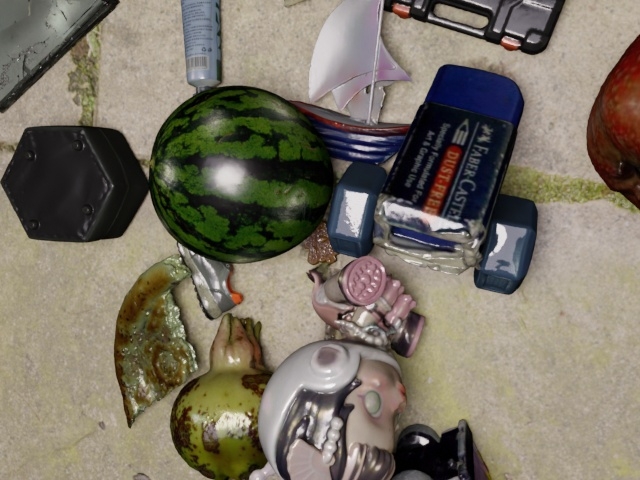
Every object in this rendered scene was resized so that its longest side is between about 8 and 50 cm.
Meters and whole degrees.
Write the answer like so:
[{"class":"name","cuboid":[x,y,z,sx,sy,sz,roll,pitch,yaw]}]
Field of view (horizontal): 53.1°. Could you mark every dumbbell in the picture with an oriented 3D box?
[{"class":"dumbbell","cuboid":[0.175,-0.021,1.016,0.317,0.156,0.143,14,130,13]}]

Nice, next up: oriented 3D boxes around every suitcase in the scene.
[{"class":"suitcase","cuboid":[0.243,-0.423,0.990,0.286,0.066,0.206,22,101,11]}]

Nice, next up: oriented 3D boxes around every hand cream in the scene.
[{"class":"hand cream","cuboid":[-0.207,-0.381,1.117,0.091,0.058,0.271,-2,93,26]}]

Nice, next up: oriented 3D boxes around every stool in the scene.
[{"class":"stool","cuboid":[-0.445,-0.102,1.162,0.232,0.141,0.232,2,97,15]}]

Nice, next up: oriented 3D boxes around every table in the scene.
[{"class":"table","cuboid":[-0.590,-0.412,1.094,0.335,0.272,0.222,-36,87,15]}]

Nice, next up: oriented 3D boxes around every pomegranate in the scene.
[{"class":"pomegranate","cuboid":[-0.146,0.273,1.097,0.222,0.204,0.276,1,100,-5]}]

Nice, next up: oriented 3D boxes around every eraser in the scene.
[{"class":"eraser","cuboid":[0.195,-0.112,0.923,0.155,0.101,0.332,17,57,14]}]

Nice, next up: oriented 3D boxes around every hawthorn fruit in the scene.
[{"class":"hawthorn fruit","cuboid":[0.534,-0.194,0.855,0.285,0.285,0.368,31,84,9]}]

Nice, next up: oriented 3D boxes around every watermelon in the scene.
[{"class":"watermelon","cuboid":[-0.129,-0.100,1.015,0.286,0.285,0.284,2,97,14]}]

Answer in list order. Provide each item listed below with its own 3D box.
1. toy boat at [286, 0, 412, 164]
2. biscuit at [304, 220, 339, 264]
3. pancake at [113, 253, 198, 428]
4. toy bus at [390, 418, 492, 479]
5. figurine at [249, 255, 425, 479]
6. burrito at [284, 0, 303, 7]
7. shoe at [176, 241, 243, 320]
[{"class":"toy boat","cuboid":[0.036,-0.271,1.037,0.219,0.072,0.318,-11,103,24]},{"class":"biscuit","cuboid":[0.000,0.000,1.128,0.082,0.016,0.092,-32,87,20]},{"class":"pancake","cuboid":[-0.309,0.195,1.177,0.198,0.054,0.376,23,113,23]},{"class":"toy bus","cuboid":[0.086,0.503,1.069,0.440,0.209,0.249,-27,92,14]},{"class":"figurine","cuboid":[0.037,0.221,0.991,0.211,0.253,0.361,-13,51,42]},{"class":"burrito","cuboid":[0.020,-0.436,1.060,0.186,0.041,0.045,-14,51,16]},{"class":"shoe","cuboid":[-0.202,0.045,1.163,0.077,0.074,0.194,-20,91,-4]}]
